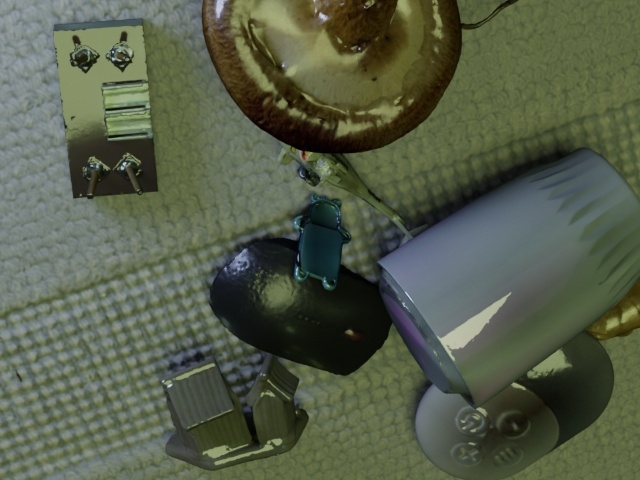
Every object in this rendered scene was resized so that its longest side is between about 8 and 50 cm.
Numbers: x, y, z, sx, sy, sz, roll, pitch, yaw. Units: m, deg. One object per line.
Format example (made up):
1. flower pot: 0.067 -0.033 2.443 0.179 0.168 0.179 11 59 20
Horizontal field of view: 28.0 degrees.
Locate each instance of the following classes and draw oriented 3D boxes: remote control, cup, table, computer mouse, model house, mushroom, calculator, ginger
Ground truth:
1. remote control: 0.301 0.254 2.003 0.332 0.103 0.221 -38 114 16
2. cup: 0.280 0.046 1.840 0.371 0.253 0.253 -34 114 -3
3. table: -0.289 -0.168 1.738 0.121 0.111 0.240 -6 113 -8
4. computer mouse: -0.020 0.105 1.908 0.295 0.087 0.168 24 103 -20
5. model house: -0.139 0.249 1.918 0.229 0.122 0.188 -13 126 0
6. mushroom: 0.019 -0.276 1.694 0.345 0.239 0.345 3 103 13
7. calculator: 0.000 0.000 1.860 0.094 0.019 0.141 17 68 -23
8. ginger: 0.487 0.093 1.991 0.205 0.081 0.115 -15 144 -11

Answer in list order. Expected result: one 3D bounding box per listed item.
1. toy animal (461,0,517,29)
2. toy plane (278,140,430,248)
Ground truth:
1. toy animal: 0.298 -0.366 1.750 0.114 0.116 0.255 40 102 -20
2. toy plane: 0.040 -0.086 1.837 0.092 0.108 0.286 -46 124 9
